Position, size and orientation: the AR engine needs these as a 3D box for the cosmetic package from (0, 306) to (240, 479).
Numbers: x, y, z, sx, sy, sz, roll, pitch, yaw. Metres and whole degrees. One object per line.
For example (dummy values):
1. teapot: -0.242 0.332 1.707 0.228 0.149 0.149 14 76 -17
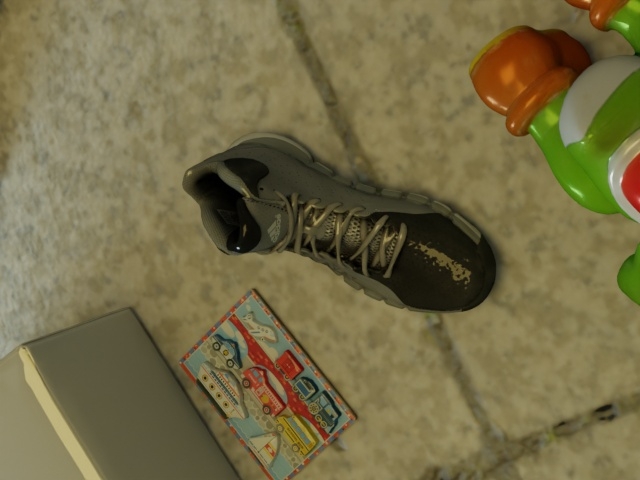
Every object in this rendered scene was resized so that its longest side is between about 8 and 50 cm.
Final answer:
1. cosmetic package: -0.151 0.261 1.337 0.197 0.155 0.365 -35 82 29

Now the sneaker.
1. sneaker: 0.000 0.000 1.212 0.229 0.132 0.086 24 111 23

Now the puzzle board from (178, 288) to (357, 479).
1. puzzle board: -0.043 0.114 1.330 0.096 0.011 0.128 -45 77 28

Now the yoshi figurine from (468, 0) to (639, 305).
1. yoshi figurine: 0.272 -0.028 1.067 0.203 0.203 0.362 -33 64 -10
